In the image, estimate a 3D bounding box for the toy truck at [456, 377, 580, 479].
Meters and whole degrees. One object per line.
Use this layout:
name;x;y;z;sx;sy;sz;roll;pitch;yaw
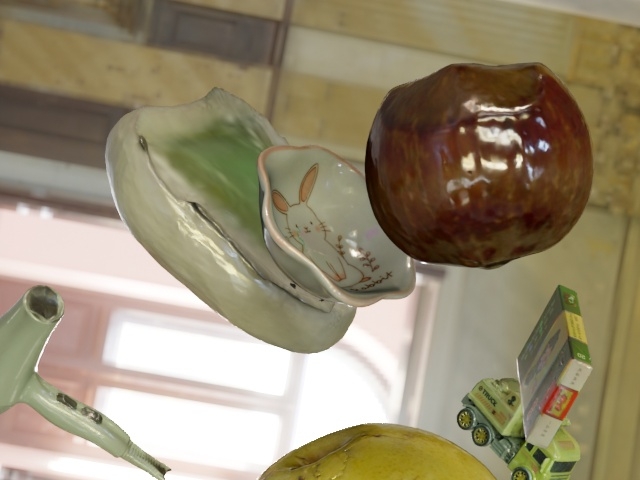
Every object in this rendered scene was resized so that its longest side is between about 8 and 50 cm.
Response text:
toy truck;0.289;0.266;2.189;0.191;0.085;0.116;47;-64;37

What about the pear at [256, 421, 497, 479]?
pear;0.071;0.379;1.806;0.348;0.348;0.348;-170;-90;-84

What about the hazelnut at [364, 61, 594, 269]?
hazelnut;0.154;-0.074;1.550;0.218;0.234;0.218;16;71;-57

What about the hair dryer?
hair dryer;-0.258;0.143;1.590;0.229;0.267;0.092;109;1;-49

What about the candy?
candy;-0.118;-0.015;2.137;0.186;0.427;0.386;-43;-178;24

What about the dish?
dish;0.000;0.000;1.715;0.081;0.229;0.229;-43;-152;34

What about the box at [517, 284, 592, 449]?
box;0.304;0.161;2.011;0.235;0.034;0.132;-80;-165;-67
